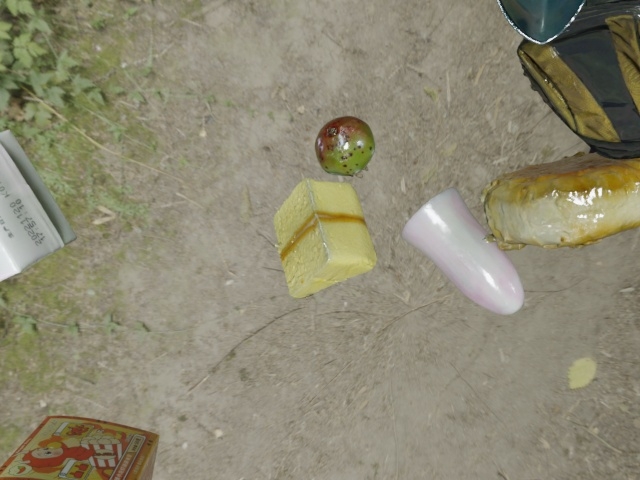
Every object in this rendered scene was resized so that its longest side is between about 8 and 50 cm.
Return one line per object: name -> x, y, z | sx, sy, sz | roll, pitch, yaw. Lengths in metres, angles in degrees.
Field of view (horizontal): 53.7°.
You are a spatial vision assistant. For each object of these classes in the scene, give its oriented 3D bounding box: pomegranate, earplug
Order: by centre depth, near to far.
pomegranate -> 0.058, -0.196, 1.327 | 0.129, 0.159, 0.129 | 1, 92, 20
earplug -> 0.342, 0.045, 1.438 | 0.172, 0.172, 0.301 | -40, 73, 2

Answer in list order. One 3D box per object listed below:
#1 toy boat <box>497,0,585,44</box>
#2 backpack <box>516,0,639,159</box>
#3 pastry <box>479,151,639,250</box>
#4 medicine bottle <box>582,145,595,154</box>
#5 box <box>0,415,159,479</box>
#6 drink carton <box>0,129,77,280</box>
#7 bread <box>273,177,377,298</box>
toy boat -> 0.172, -0.279, 0.486 | 0.093, 0.103, 0.246 | -1, 103, 17
backpack -> 0.352, -0.182, 0.714 | 0.258, 0.206, 0.133 | 44, 67, -31
pastry -> 0.369, -0.055, 0.930 | 0.257, 0.236, 0.120 | -5, 104, 35
medicine bottle -> 0.876, -0.220, 1.785 | 0.242, 0.395, 0.242 | 0, 91, 15
box -> -0.494, 0.517, 1.272 | 0.260, 0.283, 0.213 | 9, 99, -3
drink carton -> -0.418, 0.016, 0.644 | 0.315, 0.106, 0.130 | -22, 106, 20
bread -> 0.000, 0.000, 1.658 | 0.236, 0.198, 0.263 | -41, 54, 42
